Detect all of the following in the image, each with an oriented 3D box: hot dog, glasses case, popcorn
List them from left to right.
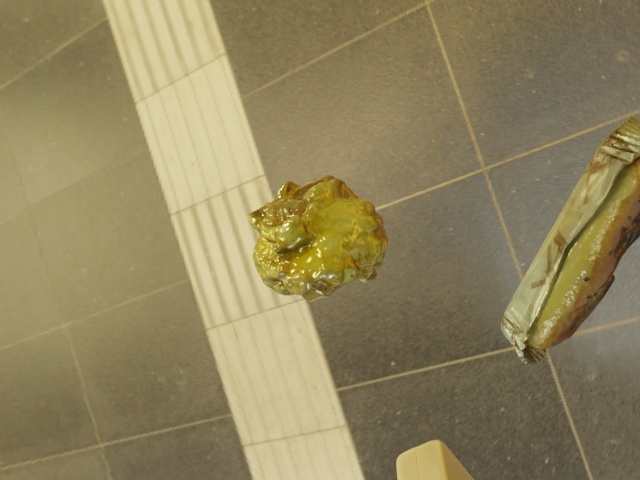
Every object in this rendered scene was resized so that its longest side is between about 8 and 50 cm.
[{"bbox_3d":[-0.003,-0.004,0.939,0.198,0.197,0.155,4,116,28],"label":"popcorn"},{"bbox_3d":[0.230,0.447,1.012,0.076,0.144,0.336,-30,115,16],"label":"glasses case"},{"bbox_3d":[0.268,0.004,0.681,0.082,0.163,0.270,33,111,21],"label":"hot dog"}]
